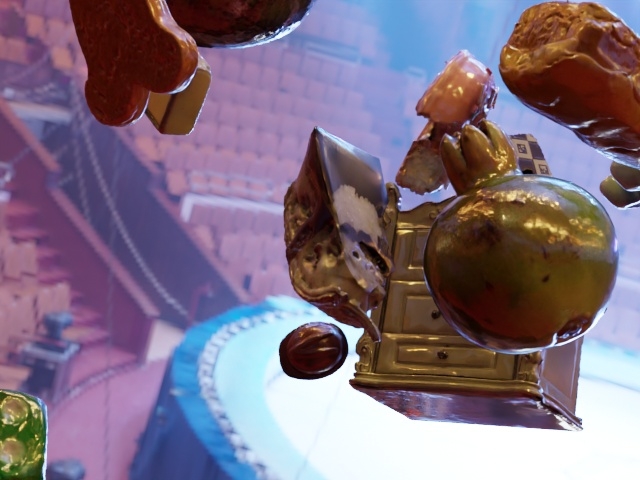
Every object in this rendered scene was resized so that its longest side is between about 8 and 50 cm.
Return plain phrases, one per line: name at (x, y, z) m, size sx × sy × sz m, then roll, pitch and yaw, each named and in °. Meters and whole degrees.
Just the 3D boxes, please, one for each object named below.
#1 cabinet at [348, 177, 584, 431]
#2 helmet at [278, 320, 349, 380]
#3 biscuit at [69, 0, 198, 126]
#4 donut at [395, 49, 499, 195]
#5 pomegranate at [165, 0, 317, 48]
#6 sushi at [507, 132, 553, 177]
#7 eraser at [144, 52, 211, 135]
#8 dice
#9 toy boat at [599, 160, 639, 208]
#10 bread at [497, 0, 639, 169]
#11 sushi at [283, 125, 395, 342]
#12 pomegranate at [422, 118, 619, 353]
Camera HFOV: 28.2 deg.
cabinet at (0.233, 0.094, 1.867) m, size 0.290 × 0.318 × 0.227 m, roll 0°, pitch -19°, yaw 30°
helmet at (-0.014, 0.166, 1.928) m, size 0.111 × 0.089 × 0.057 m, roll -19°, pitch -9°, yaw 5°
biscuit at (-0.217, -0.289, 1.300) m, size 0.049 × 0.324 × 0.205 m, roll -23°, pitch 1°, yaw -42°
donut at (0.199, -0.181, 1.931) m, size 0.085 × 0.233 × 0.199 m, roll 30°, pitch 55°, yaw 12°
pomegranate at (-0.110, -0.403, 1.712) m, size 0.285 × 0.285 × 0.341 m, roll 17°, pitch 28°, yaw 11°
sushi at (0.339, -0.102, 2.329) m, size 0.210 × 0.193 × 0.040 m, roll -5°, pitch -24°, yaw -34°
eraser at (-0.229, -0.245, 1.882) m, size 0.058 × 0.117 × 0.172 m, roll 4°, pitch 33°, yaw -38°
dice at (-0.379, 0.249, 1.455) m, size 0.128 × 0.131 × 0.120 m, roll 2°, pitch 54°, yaw -17°
toy boat at (0.610, -0.142, 2.032) m, size 0.329 × 0.123 × 0.215 m, roll -11°, pitch -15°, yaw 5°
bread at (0.413, -0.206, 1.806) m, size 0.344 × 0.149 × 0.195 m, roll 28°, pitch -7°, yaw -34°
sushi at (0.013, 0.014, 1.479) m, size 0.109 × 0.273 × 0.134 m, roll -28°, pitch -34°, yaw 31°
pomegranate at (0.191, -0.005, 1.290) m, size 0.190 × 0.241 × 0.159 m, roll 6°, pitch 0°, yaw 43°
